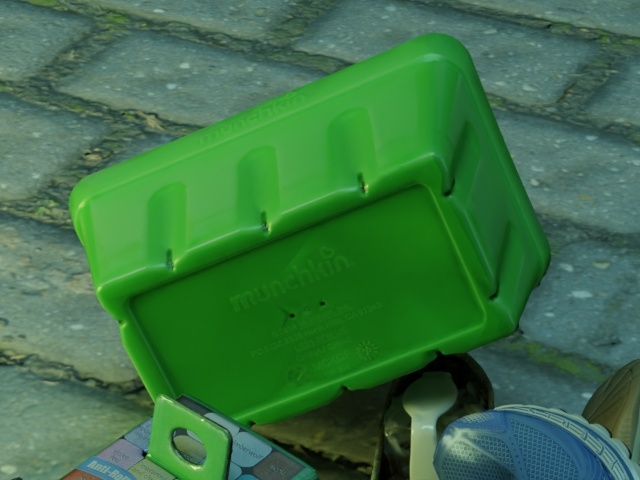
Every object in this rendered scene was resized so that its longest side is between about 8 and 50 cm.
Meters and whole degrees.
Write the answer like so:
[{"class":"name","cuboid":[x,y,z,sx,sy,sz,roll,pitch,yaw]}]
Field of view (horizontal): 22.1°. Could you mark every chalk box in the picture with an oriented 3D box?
[{"class":"chalk box","cuboid":[-0.088,0.202,1.094,0.132,0.213,0.132,26,43,33]}]

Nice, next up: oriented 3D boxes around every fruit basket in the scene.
[{"class":"fruit basket","cuboid":[0.000,0.000,1.419,0.392,0.283,0.392,-22,21,9]}]

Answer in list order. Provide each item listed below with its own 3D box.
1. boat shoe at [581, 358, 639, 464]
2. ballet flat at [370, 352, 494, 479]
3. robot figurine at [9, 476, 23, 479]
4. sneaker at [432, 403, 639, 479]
[{"class":"boat shoe","cuboid":[0.246,0.210,1.297,0.092,0.103,0.285,35,37,-7]},{"class":"ballet flat","cuboid":[0.083,0.206,1.283,0.123,0.123,0.348,5,34,7]},{"class":"robot figurine","cuboid":[-0.197,0.268,1.024,0.291,0.211,0.085,-26,-15,32]},{"class":"sneaker","cuboid":[0.159,0.219,1.092,0.147,0.129,0.330,2,27,-30]}]
